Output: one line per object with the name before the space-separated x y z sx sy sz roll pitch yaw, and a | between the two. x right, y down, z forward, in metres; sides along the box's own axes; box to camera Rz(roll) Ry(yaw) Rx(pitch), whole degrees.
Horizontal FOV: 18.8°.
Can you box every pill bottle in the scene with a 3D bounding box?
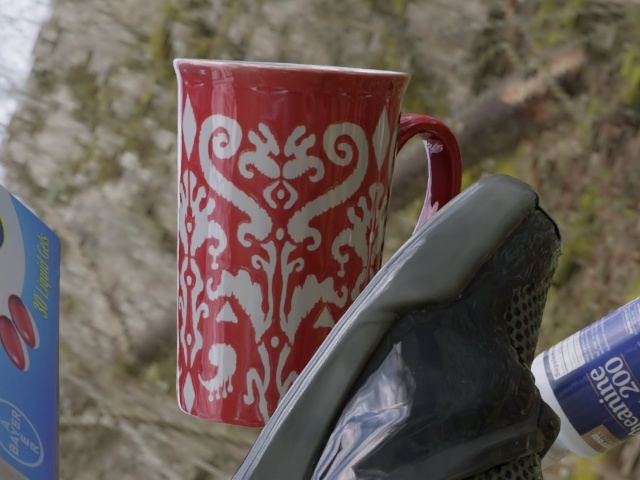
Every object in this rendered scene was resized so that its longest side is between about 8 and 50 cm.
pill bottle | 0.160 0.081 1.088 0.120 0.067 0.067 -32 -32 20

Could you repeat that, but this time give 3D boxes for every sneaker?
sneaker | 0.036 0.084 0.484 0.227 0.130 0.087 -59 -1 -44

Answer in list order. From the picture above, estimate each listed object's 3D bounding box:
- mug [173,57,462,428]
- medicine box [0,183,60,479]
mug | -0.001 0.001 0.933 0.150 0.113 0.169 4 -85 -7
medicine box | -0.290 0.023 1.049 0.149 0.263 0.289 -36 -60 16
